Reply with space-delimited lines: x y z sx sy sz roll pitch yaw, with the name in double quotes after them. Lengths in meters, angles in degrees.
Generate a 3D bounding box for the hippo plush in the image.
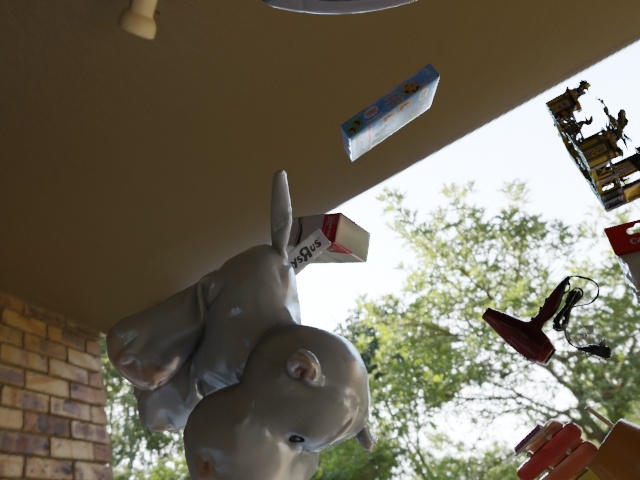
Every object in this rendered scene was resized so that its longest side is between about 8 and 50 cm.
-0.041 0.138 0.510 0.294 0.236 0.234 -42 -46 -9 "hippo plush"

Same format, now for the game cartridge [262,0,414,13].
0.053 -0.405 0.654 0.294 0.060 0.196 -6 -42 3 "game cartridge"

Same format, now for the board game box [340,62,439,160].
0.141 -0.258 1.038 0.211 0.039 0.160 -34 -9 1 "board game box"

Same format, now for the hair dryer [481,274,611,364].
0.564 0.206 1.280 0.293 0.224 0.080 -2 -33 11 "hair dryer"

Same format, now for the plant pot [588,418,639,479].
0.674 0.478 1.027 0.205 0.188 0.205 -27 -47 -33 "plant pot"

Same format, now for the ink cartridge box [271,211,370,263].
0.000 0.000 0.936 0.150 0.063 0.109 -3 -22 36 "ink cartridge box"

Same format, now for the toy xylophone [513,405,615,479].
0.628 0.528 1.163 0.081 0.322 0.236 -25 -38 -60 "toy xylophone"

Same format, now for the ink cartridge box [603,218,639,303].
0.706 0.029 1.048 0.145 0.179 0.045 -15 -22 8 "ink cartridge box"

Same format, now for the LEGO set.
0.687 -0.242 1.165 0.192 0.331 0.255 -28 -64 23 "LEGO set"
